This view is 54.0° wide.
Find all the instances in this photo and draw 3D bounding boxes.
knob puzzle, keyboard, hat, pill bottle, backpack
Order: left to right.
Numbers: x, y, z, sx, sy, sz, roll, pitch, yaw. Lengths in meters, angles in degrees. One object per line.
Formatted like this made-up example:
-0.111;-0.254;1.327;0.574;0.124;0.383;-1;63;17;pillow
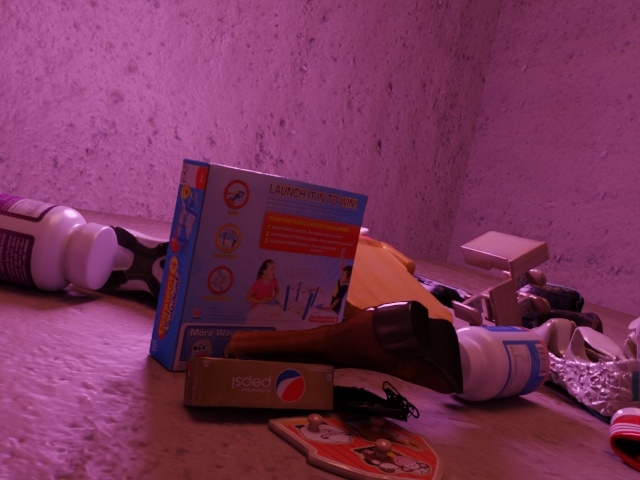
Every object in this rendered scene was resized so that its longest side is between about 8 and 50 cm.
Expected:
-0.561;0.005;1.215;0.301;0.169;0.169;12;4;6;pill bottle
0.068;0.206;0.848;0.100;0.038;0.192;14;-7;-10;keyboard
0.062;0.236;0.739;0.213;0.030;0.213;12;4;-1;knob puzzle
0.280;0.206;1.062;0.221;0.124;0.124;8;6;-41;pill bottle
0.627;0.200;1.767;0.188;0.166;0.144;16;-7;26;backpack
0.607;0.232;1.516;0.331;0.134;0.331;12;4;-1;hat

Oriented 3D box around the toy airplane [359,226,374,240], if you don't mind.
0.000;0.000;2.014;0.384;0.272;0.386;10;5;-13;toy airplane

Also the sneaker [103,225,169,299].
-0.294;0.070;1.322;0.410;0.158;0.182;17;-5;23;sneaker

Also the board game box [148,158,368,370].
-0.090;0.047;0.999;0.308;0.302;0.086;8;5;-39;board game box

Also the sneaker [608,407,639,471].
0.512;0.300;0.865;0.221;0.087;0.128;0;6;32;sneaker

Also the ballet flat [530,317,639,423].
0.500;0.225;1.234;0.147;0.147;0.409;10;5;-14;ballet flat

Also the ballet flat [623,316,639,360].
0.631;0.204;1.168;0.139;0.139;0.400;13;-14;25;ballet flat

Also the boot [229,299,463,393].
0.050;0.179;0.915;0.280;0.096;0.264;-15;-26;27;boot

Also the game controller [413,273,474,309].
0.255;0.125;1.605;0.166;0.067;0.319;15;2;-32;game controller

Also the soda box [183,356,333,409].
-0.076;0.182;0.793;0.181;0.058;0.061;9;-16;-26;soda box

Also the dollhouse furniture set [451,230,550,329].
0.428;0.118;1.420;0.212;0.242;0.161;-25;21;-23;dollhouse furniture set

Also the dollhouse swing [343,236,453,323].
0.037;0.146;1.309;0.347;0.315;0.305;11;41;-43;dollhouse swing
